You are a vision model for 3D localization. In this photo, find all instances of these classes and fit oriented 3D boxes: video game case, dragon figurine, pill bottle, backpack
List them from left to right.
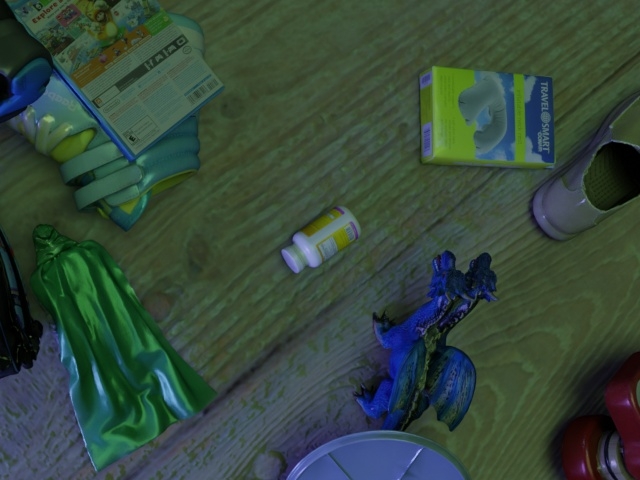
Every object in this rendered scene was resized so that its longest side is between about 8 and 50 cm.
[{"bbox_3d":[-0.324,0.038,0.759,0.117,0.158,0.173,-18,98,-14],"label":"backpack"},{"bbox_3d":[-0.181,-0.171,0.787,0.119,0.015,0.166,-44,102,-25],"label":"video game case"},{"bbox_3d":[0.000,0.000,0.933,0.083,0.043,0.043,-34,96,-18],"label":"pill bottle"},{"bbox_3d":[0.103,0.146,0.903,0.085,0.144,0.289,18,80,-16],"label":"dragon figurine"}]

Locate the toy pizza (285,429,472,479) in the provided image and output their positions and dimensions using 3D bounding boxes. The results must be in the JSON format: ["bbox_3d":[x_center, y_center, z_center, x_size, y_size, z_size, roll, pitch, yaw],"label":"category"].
[{"bbox_3d":[0.058,0.269,0.895,0.201,0.032,0.201,-1,118,-1],"label":"toy pizza"}]

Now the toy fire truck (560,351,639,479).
[{"bbox_3d":[0.439,0.258,1.016,0.254,0.169,0.302,-32,97,-42],"label":"toy fire truck"}]

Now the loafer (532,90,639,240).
[{"bbox_3d":[0.373,-0.097,1.041,0.268,0.092,0.102,-44,99,-17],"label":"loafer"}]

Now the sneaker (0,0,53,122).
[{"bbox_3d":[-0.379,-0.100,0.724,0.341,0.125,0.139,-34,93,14],"label":"sneaker"}]

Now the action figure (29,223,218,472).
[{"bbox_3d":[-0.212,0.086,0.837,0.137,0.063,0.232,-31,102,-28],"label":"action figure"}]

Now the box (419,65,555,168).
[{"bbox_3d":[0.204,-0.141,1.015,0.178,0.042,0.108,1,86,-18],"label":"box"}]

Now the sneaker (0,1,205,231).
[{"bbox_3d":[-0.257,-0.106,0.814,0.319,0.127,0.208,-5,86,-18],"label":"sneaker"}]
